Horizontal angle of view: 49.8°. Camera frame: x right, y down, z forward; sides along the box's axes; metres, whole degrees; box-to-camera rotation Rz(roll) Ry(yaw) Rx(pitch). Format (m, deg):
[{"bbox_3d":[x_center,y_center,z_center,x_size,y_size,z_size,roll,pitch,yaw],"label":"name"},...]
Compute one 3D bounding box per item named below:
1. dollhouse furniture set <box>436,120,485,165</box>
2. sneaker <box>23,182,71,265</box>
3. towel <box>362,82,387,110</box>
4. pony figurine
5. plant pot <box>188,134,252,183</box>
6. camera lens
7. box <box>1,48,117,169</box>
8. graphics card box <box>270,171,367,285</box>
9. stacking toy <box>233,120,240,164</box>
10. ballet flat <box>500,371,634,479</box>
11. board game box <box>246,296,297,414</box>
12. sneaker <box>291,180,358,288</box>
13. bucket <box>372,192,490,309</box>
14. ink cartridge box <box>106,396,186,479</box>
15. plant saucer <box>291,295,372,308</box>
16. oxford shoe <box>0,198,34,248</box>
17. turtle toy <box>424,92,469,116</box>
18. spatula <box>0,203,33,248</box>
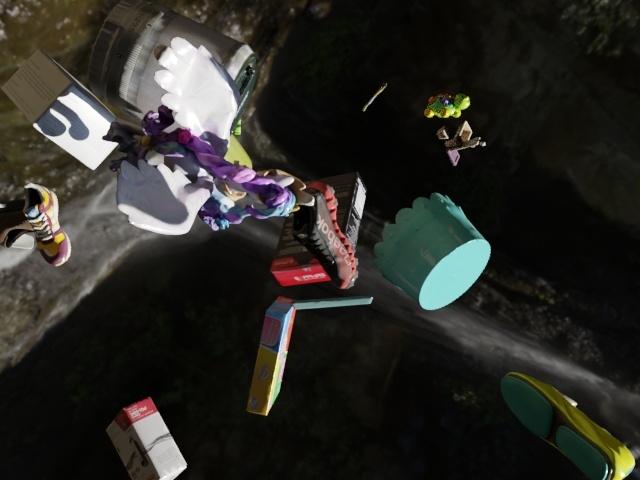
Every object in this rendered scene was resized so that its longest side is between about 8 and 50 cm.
[{"bbox_3d":[0.317,-0.237,1.485,0.081,0.091,0.114,-13,-146,38],"label":"dollhouse furniture set"},{"bbox_3d":[-0.593,-0.034,1.469,0.069,0.186,0.084,-25,163,4],"label":"sneaker"},{"bbox_3d":[0.146,-0.387,1.857,0.083,0.009,0.060,-46,-173,33],"label":"towel"},{"bbox_3d":[-0.224,-0.143,1.205,0.363,0.351,0.303,14,-100,44],"label":"pony figurine"},{"bbox_3d":[-0.425,-0.341,2.505,0.274,0.294,0.275,-9,-131,11],"label":"plant pot"},{"bbox_3d":[-0.277,-0.320,1.340,0.219,0.274,0.220,-156,-90,-88],"label":"camera lens"},{"bbox_3d":[-0.528,-0.272,1.432,0.119,0.182,0.181,-48,-125,-2],"label":"box"},{"bbox_3d":[0.000,-0.039,2.118,0.232,0.094,0.371,-10,-133,25],"label":"graphics card box"},{"bbox_3d":[-0.314,-0.276,1.977,0.052,0.166,0.221,110,-18,-59],"label":"stacking toy"},{"bbox_3d":[0.368,0.274,1.030,0.231,0.077,0.077,43,-48,53],"label":"ballet flat"},{"bbox_3d":[-0.148,0.352,2.155,0.242,0.064,0.317,-44,146,-82],"label":"board game box"},{"bbox_3d":[0.000,0.000,1.676,0.135,0.276,0.097,-26,-170,-40],"label":"sneaker"},{"bbox_3d":[0.300,0.037,1.828,0.281,0.281,0.183,-53,-126,17],"label":"bucket"},{"bbox_3d":[-0.298,0.352,1.174,0.056,0.135,0.099,-18,157,-45],"label":"ink cartridge box"},{"bbox_3d":[0.028,0.147,1.638,0.067,0.191,0.018,-11,96,-89],"label":"plant saucer"},{"bbox_3d":[-0.730,-0.026,1.533,0.083,0.227,0.096,62,17,-81],"label":"oxford shoe"},{"bbox_3d":[0.358,-0.380,1.939,0.130,0.095,0.066,8,-77,35],"label":"turtle toy"},{"bbox_3d":[-0.970,-0.059,2.032,0.019,0.242,0.168,-44,-135,42],"label":"spatula"}]
